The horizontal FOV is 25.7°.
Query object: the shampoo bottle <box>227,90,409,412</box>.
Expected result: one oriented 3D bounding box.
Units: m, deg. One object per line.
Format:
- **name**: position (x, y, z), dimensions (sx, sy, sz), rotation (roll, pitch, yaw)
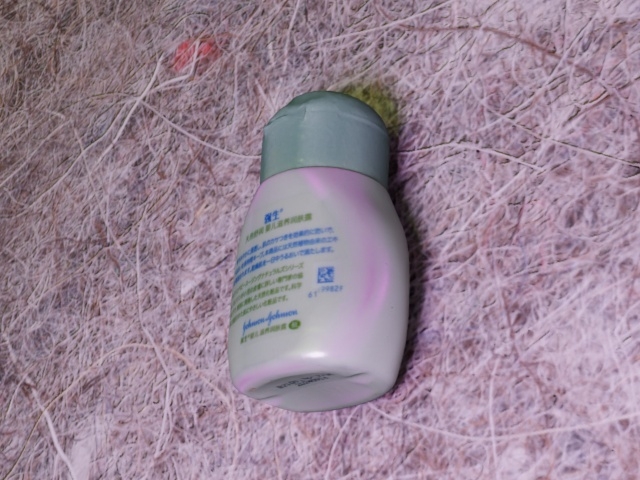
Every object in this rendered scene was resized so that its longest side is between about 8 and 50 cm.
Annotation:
- **shampoo bottle**: position (0.000, 0.000, 1.527), dimensions (0.222, 0.151, 0.349), rotation (-22, 56, 42)
